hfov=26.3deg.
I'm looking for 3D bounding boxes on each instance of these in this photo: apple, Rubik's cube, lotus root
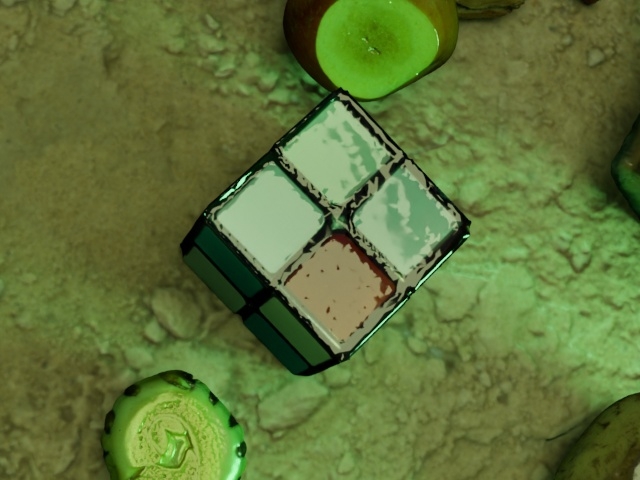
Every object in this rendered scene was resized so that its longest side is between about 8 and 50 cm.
[{"bbox_3d":[0.053,-0.208,1.302,0.146,0.163,0.147,-33,102,25],"label":"apple"},{"bbox_3d":[0.000,0.000,1.242,0.180,0.167,0.183,-42,89,-18],"label":"Rubik's cube"},{"bbox_3d":[0.289,0.236,1.293,0.214,0.138,0.138,-42,91,-8],"label":"lotus root"}]

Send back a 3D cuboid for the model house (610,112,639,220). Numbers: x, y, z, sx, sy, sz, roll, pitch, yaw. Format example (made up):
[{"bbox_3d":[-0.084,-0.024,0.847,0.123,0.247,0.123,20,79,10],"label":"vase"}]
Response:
[{"bbox_3d":[0.493,-0.150,1.334,0.334,0.342,0.382,36,81,-13],"label":"model house"}]

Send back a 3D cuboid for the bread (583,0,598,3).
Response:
[{"bbox_3d":[0.291,-0.317,1.444,0.074,0.053,0.132,30,74,-7],"label":"bread"}]

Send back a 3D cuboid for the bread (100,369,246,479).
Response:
[{"bbox_3d":[-0.133,0.188,1.216,0.130,0.071,0.139,-32,89,-16],"label":"bread"}]

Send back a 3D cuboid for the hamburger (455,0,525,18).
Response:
[{"bbox_3d":[0.153,-0.297,1.390,0.147,0.083,0.138,2,73,-17],"label":"hamburger"}]
